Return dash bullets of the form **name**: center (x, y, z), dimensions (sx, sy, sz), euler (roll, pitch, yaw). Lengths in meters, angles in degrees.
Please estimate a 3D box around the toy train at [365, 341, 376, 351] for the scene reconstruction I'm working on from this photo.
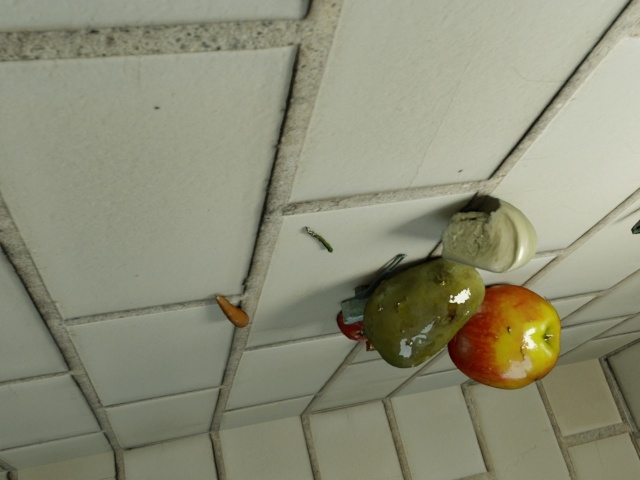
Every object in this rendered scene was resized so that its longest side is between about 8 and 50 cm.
- **toy train**: center (0.242, 0.353, 2.371), dimensions (0.118, 0.074, 0.176), euler (-1, 156, -18)

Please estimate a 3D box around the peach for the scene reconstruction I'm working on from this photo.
- **peach**: center (0.600, 0.312, 2.168), dimensions (0.370, 0.370, 0.370), euler (-11, 156, -5)

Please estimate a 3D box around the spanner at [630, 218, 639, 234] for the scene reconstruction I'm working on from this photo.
- **spanner**: center (0.955, -0.099, 1.716), dimensions (0.040, 0.096, 0.325), euler (2, 152, -30)

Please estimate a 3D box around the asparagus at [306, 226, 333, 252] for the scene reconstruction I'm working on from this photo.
- **asparagus**: center (0.000, 0.000, 1.519), dimensions (0.016, 0.016, 0.163), euler (-1, 162, 21)

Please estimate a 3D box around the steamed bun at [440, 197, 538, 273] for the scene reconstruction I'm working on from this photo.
- **steamed bun**: center (0.414, -0.017, 1.564), dimensions (0.200, 0.171, 0.225), euler (10, -174, 27)

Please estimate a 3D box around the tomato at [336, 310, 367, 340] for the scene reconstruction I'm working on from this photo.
- **tomato**: center (0.165, 0.270, 2.111), dimensions (0.227, 0.101, 0.228), euler (-9, 157, -4)

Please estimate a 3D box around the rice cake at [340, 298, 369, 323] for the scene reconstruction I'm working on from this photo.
- **rice cake**: center (0.162, 0.195, 1.981), dimensions (0.206, 0.069, 0.063), euler (-19, 154, 6)

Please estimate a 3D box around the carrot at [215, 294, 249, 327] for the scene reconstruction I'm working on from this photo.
- **carrot**: center (-0.246, 0.191, 1.784), dimensions (0.048, 0.048, 0.216), euler (-17, 151, 8)

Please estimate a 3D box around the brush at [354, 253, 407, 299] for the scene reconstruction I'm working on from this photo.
- **brush**: center (0.170, 0.100, 1.831), dimensions (0.062, 0.027, 0.266), euler (0, 149, -29)

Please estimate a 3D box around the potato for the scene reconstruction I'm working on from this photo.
- **potato**: center (0.280, 0.185, 1.814), dimensions (0.359, 0.219, 0.269), euler (-45, 127, 13)
